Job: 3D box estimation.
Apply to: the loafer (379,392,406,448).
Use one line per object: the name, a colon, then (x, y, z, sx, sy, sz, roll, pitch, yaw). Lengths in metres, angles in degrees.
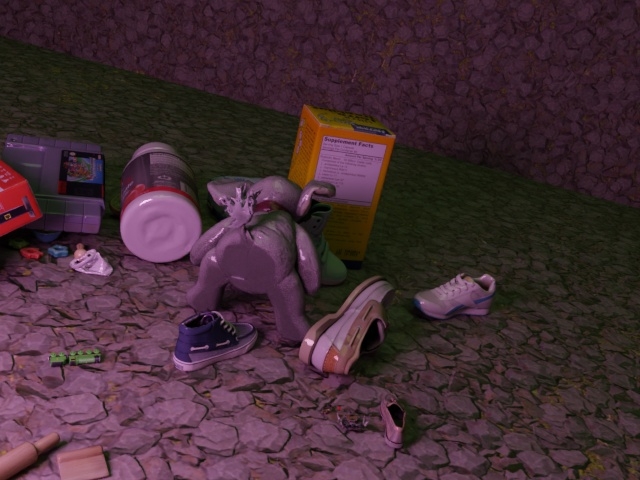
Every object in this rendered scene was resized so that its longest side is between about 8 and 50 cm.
loafer: (0.126, 0.292, 1.065, 0.045, 0.039, 0.125, 11, 23, -3)

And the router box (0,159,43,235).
router box: (-0.740, -0.065, 1.202, 0.301, 0.082, 0.335, -33, 41, -30)

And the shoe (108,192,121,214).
shoe: (-0.441, -0.091, 1.642, 0.219, 0.058, 0.076, -14, 57, -41)

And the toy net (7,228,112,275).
toy net: (-0.539, 0.016, 1.337, 0.232, 0.045, 0.122, 23, 24, 21)

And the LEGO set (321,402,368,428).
LEGO set: (0.041, 0.294, 1.048, 0.054, 0.023, 0.083, -4, 15, -41)

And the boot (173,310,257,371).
boot: (-0.177, 0.163, 1.139, 0.069, 0.086, 0.190, 26, 26, 28)

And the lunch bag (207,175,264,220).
lunch bag: (-0.195, -0.110, 1.763, 0.219, 0.090, 0.176, -1, 25, -30)

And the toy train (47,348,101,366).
toy train: (-0.399, 0.193, 1.040, 0.083, 0.017, 0.024, 0, 36, -28)

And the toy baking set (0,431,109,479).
toy baking set: (-0.343, 0.320, 0.753, 0.196, 0.030, 0.256, 26, 26, 27)

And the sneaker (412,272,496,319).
sneaker: (0.313, 0.125, 1.492, 0.228, 0.092, 0.087, -3, 29, -31)

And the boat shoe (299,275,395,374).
boat shoe: (0.081, 0.171, 1.249, 0.103, 0.113, 0.302, 25, 36, 23)

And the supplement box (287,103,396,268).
supplement box: (0.029, -0.133, 1.596, 0.194, 0.357, 0.195, 6, 24, -18)

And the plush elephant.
plush elephant: (-0.105, -0.014, 1.258, 0.271, 0.330, 0.255, 11, 36, 14)

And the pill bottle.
pill bottle: (-0.376, -0.105, 1.492, 0.176, 0.176, 0.318, 5, 32, -19)

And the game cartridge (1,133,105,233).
game cartridge: (-0.617, -0.140, 1.468, 0.230, 0.068, 0.355, 1, 34, -20)

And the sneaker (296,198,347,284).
sneaker: (0.000, 0.000, 1.445, 0.256, 0.151, 0.094, 36, 34, -27)
